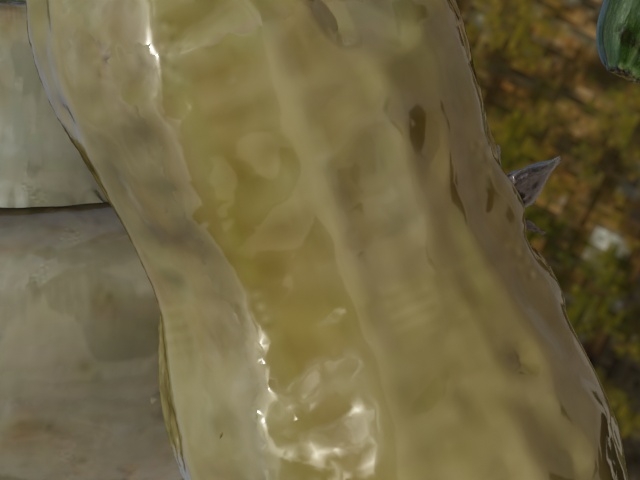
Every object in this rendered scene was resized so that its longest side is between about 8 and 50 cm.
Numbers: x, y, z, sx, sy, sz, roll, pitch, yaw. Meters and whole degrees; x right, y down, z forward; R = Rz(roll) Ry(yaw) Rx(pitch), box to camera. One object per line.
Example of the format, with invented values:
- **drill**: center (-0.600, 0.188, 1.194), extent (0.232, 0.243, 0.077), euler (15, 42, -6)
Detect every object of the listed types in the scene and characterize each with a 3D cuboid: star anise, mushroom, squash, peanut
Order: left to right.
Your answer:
- **mushroom**: center (-0.115, 0.002, 0.801), extent (0.243, 0.243, 0.243), euler (-54, -18, -27)
- **peanut**: center (0.000, 0.000, 0.541), extent (0.130, 0.290, 0.130), euler (-19, -2, -1)
- **star anise**: center (0.141, -0.033, 1.492), extent (0.129, 0.124, 0.056), euler (-31, -28, 15)
- **squash**: center (0.259, -0.211, 1.324), extent (0.077, 0.068, 0.219), euler (47, -116, -40)

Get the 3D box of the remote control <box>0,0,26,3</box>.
- **remote control**: center (-0.131, -0.193, 1.026), extent (0.344, 0.050, 0.145), euler (-35, -5, 14)
